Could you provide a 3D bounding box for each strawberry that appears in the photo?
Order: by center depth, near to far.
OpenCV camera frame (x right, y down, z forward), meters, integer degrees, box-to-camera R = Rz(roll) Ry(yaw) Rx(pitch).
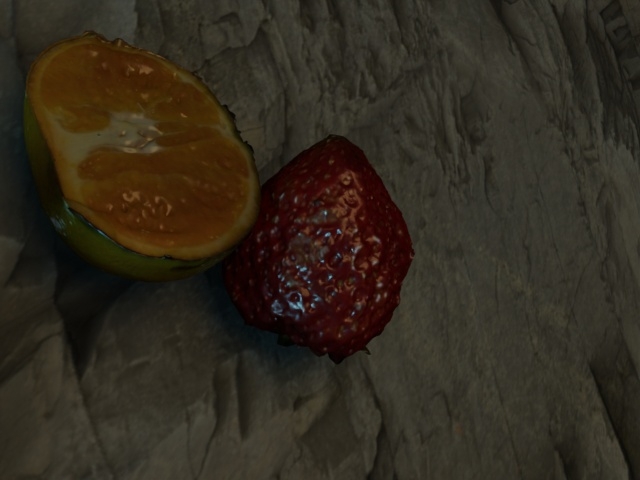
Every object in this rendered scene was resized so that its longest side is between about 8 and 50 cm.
[{"bbox_3d":[0.000,0.000,1.108,0.257,0.257,0.276,5,108,-34],"label":"strawberry"}]

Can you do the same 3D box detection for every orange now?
[{"bbox_3d":[-0.211,-0.088,1.014,0.274,0.310,0.274,-24,127,-35],"label":"orange"}]
